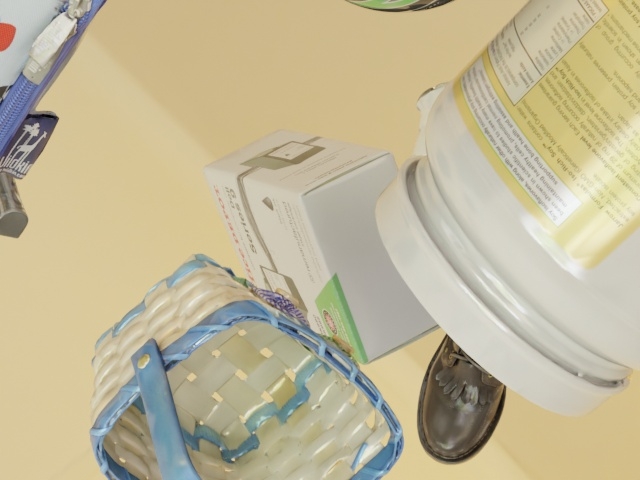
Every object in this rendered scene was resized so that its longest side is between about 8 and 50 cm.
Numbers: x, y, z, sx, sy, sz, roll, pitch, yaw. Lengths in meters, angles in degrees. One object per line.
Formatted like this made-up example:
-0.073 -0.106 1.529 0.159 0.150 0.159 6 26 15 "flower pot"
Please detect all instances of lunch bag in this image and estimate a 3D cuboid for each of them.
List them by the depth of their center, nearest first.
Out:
-0.162 -0.174 0.847 0.115 0.243 0.303 29 -150 -20 "lunch bag"

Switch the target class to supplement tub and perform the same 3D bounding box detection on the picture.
0.218 -0.070 0.970 0.241 0.331 0.241 37 -157 -19 "supplement tub"

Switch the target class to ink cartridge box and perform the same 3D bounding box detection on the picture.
0.000 0.000 1.754 0.289 0.121 0.211 18 132 64 "ink cartridge box"

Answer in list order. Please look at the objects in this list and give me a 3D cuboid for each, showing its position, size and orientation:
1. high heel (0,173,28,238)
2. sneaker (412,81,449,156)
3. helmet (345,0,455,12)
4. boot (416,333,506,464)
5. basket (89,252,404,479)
-0.434 -0.011 1.785 0.093 0.261 0.186 23 -149 -43 "high heel"
0.214 -0.043 1.321 0.297 0.129 0.111 13 170 21 "sneaker"
0.058 -0.239 1.087 0.169 0.162 0.169 0 -131 1 "helmet"
0.152 0.086 1.534 0.091 0.263 0.229 18 170 13 "boot"
-0.054 0.157 1.199 0.255 0.201 0.289 41 -165 -37 "basket"
